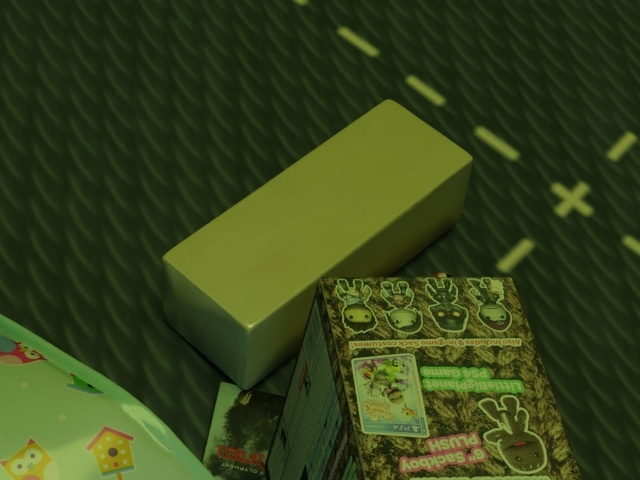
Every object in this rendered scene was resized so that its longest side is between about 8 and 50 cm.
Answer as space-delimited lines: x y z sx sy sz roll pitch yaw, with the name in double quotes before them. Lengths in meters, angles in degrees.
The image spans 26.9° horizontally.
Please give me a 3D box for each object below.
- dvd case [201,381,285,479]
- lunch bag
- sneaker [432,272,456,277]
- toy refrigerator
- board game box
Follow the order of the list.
"dvd case" -0.049 0.172 1.046 0.087 0.013 0.119 14 55 -2
"lunch bag" -0.224 0.189 0.912 0.262 0.160 0.223 31 55 17
"sneaker" 0.132 0.104 1.102 0.074 0.063 0.170 -6 62 -15
"toy refrigerator" 0.000 0.000 1.127 0.102 0.094 0.269 37 56 24
"board game box" 0.068 0.205 0.878 0.141 0.232 0.291 0 49 -15
